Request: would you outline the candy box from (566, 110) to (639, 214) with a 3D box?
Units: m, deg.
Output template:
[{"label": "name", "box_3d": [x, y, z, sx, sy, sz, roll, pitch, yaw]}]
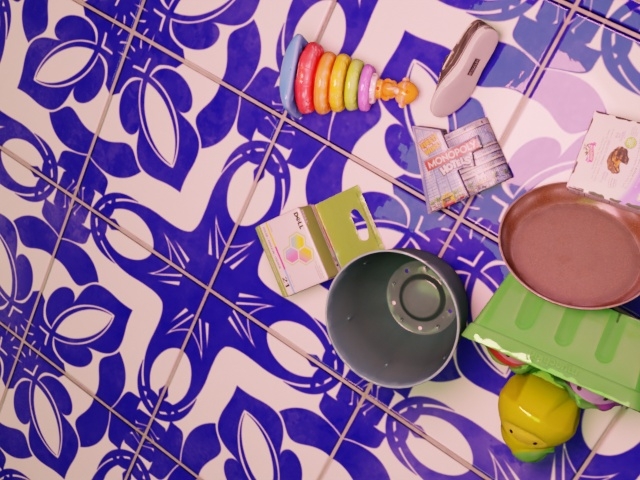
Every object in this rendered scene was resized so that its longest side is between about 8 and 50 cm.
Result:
[{"label": "candy box", "box_3d": [0.610, -0.148, 1.525, 0.196, 0.070, 0.165, 21, 92, 21]}]

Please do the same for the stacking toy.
[{"label": "stacking toy", "box_3d": [0.072, -0.351, 1.734, 0.301, 0.166, 0.175, 9, 90, 12]}]

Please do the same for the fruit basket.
[{"label": "fruit basket", "box_3d": [0.466, 0.290, 1.586, 0.391, 0.283, 0.393, -3, 80, 18]}]

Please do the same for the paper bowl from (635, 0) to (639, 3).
[{"label": "paper bowl", "box_3d": [0.634, -0.555, 1.359, 0.284, 0.148, 0.284, -2, 119, -4]}]

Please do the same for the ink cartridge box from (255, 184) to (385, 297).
[{"label": "ink cartridge box", "box_3d": [0.000, 0.000, 1.833, 0.255, 0.097, 0.189, -24, 87, 27]}]

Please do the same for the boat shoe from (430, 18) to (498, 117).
[{"label": "boat shoe", "box_3d": [0.300, -0.368, 1.660, 0.219, 0.077, 0.070, -58, 39, 24]}]

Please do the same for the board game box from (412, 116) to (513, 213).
[{"label": "board game box", "box_3d": [0.291, -0.185, 1.692, 0.194, 0.060, 0.194, -25, 88, 26]}]

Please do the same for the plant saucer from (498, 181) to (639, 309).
[{"label": "plant saucer", "box_3d": [0.510, 0.015, 1.536, 0.310, 0.311, 0.050, 23, 149, 20]}]

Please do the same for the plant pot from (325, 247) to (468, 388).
[{"label": "plant pot", "box_3d": [0.191, 0.149, 1.689, 0.292, 0.235, 0.293, 4, 99, 25]}]
